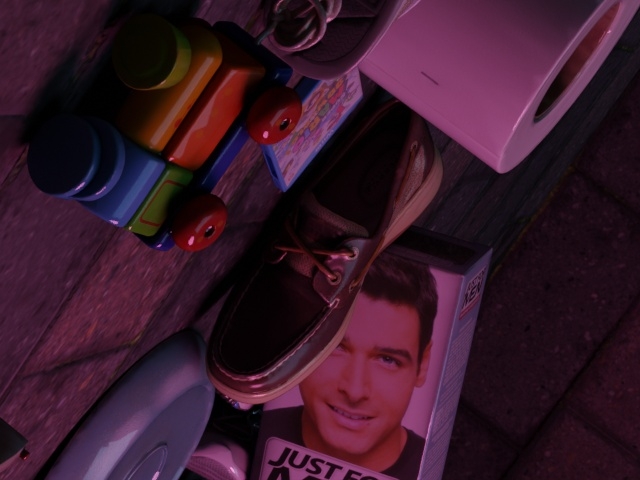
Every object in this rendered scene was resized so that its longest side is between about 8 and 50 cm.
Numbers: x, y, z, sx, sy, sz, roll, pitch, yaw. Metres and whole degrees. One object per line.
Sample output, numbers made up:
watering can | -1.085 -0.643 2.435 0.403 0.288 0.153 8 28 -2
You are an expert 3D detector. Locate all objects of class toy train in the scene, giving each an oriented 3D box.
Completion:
toy train | -0.078 -0.115 1.225 0.248 0.105 0.143 -55 156 9

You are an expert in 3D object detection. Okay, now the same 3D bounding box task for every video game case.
video game case | -0.007 -0.111 1.713 0.119 0.015 0.166 -52 169 -8

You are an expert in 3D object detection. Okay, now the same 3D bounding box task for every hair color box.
hair color box | 0.044 0.166 2.030 0.113 0.185 0.374 -35 139 -64

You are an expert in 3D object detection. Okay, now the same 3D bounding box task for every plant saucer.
plant saucer | -0.193 0.231 1.882 0.317 0.043 0.317 -53 166 -19

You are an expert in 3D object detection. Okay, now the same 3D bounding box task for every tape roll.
tape roll | 0.166 -0.205 1.727 0.246 0.169 0.246 -49 169 -14

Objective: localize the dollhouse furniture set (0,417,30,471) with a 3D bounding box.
dollhouse furniture set | -0.284 0.153 1.097 0.129 0.129 0.183 -58 168 24

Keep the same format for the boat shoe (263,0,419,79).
boat shoe | 0.078 -0.253 1.382 0.320 0.118 0.103 -54 176 27

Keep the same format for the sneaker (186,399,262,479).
sneaker | -0.100 0.212 2.177 0.115 0.105 0.281 -63 179 0

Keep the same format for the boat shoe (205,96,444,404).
boat shoe | 0.000 0.000 1.861 0.342 0.123 0.123 -50 156 -19

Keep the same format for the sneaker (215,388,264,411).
sneaker | -0.059 0.139 2.106 0.081 0.080 0.211 -52 170 6
